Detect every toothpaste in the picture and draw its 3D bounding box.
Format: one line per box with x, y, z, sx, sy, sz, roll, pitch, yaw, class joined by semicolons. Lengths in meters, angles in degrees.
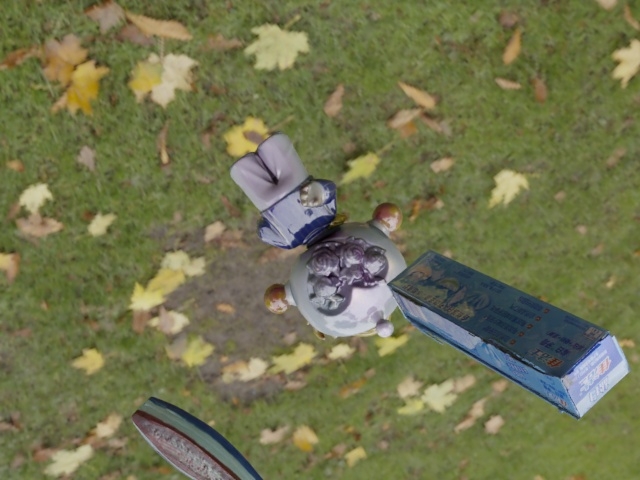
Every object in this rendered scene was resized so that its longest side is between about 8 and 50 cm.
0.159;0.077;0.902;0.066;0.272;0.053;-38;117;-14;toothpaste

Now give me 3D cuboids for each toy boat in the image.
-0.160;0.293;1.323;0.080;0.229;0.046;-61;161;10;toy boat

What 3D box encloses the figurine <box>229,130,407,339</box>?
0.007;-0.009;1.196;0.194;0.274;0.133;-15;177;1;figurine
